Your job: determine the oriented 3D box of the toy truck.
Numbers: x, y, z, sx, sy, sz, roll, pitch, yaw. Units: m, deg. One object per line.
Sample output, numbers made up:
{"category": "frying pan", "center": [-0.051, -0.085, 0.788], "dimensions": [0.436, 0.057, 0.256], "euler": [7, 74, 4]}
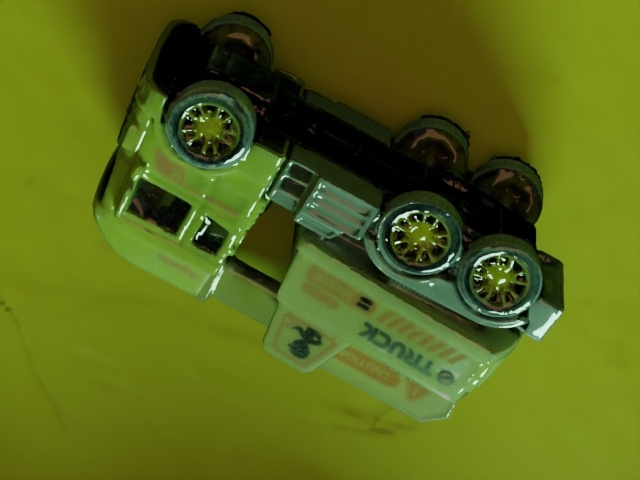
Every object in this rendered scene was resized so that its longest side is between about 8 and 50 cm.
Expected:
{"category": "toy truck", "center": [0.000, 0.000, 0.701], "dimensions": [0.169, 0.077, 0.100], "euler": [27, 117, -9]}
